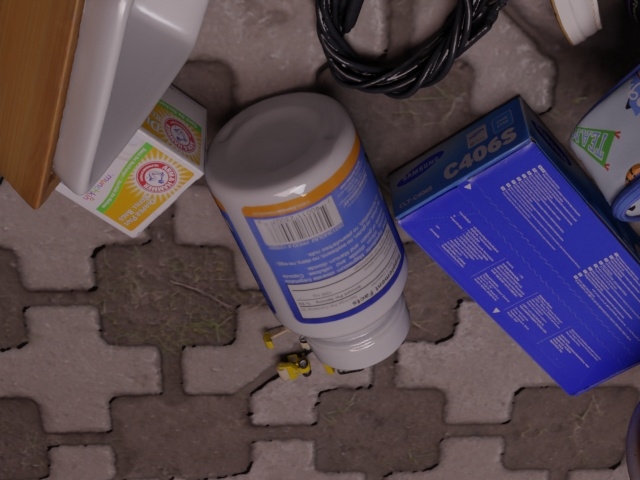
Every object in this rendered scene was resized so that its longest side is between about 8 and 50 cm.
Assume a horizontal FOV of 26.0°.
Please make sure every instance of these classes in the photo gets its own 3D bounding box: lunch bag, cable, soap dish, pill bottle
[{"bbox_3d":[0.368,-0.109,1.253,0.243,0.115,0.303,-44,156,27],"label":"lunch bag"},{"bbox_3d":[0.070,-0.208,1.271,0.184,0.047,0.150,-37,123,27],"label":"cable"},{"bbox_3d":[-0.174,-0.197,1.125,0.118,0.291,0.229,23,129,3],"label":"soap dish"},{"bbox_3d":[0.000,0.000,1.381,0.152,0.152,0.272,-16,131,10],"label":"pill bottle"}]

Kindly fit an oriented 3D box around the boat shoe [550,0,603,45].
[{"bbox_3d":[0.223,-0.290,1.172,0.096,0.098,0.277,-12,130,9],"label":"boat shoe"}]

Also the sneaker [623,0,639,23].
[{"bbox_3d":[0.388,-0.269,1.182,0.283,0.124,0.107,-32,126,23],"label":"sneaker"}]

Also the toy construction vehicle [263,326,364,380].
[{"bbox_3d":[-0.007,0.122,1.571,0.098,0.035,0.086,-13,142,11],"label":"toy construction vehicle"}]

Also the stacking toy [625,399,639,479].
[{"bbox_3d":[0.490,0.084,1.307,0.350,0.350,0.480,-2,130,-1],"label":"stacking toy"}]

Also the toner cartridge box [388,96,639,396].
[{"bbox_3d":[0.239,0.017,1.460,0.165,0.075,0.348,-31,126,21],"label":"toner cartridge box"}]

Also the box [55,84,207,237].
[{"bbox_3d":[-0.216,-0.113,1.300,0.203,0.103,0.114,35,122,-29],"label":"box"}]
